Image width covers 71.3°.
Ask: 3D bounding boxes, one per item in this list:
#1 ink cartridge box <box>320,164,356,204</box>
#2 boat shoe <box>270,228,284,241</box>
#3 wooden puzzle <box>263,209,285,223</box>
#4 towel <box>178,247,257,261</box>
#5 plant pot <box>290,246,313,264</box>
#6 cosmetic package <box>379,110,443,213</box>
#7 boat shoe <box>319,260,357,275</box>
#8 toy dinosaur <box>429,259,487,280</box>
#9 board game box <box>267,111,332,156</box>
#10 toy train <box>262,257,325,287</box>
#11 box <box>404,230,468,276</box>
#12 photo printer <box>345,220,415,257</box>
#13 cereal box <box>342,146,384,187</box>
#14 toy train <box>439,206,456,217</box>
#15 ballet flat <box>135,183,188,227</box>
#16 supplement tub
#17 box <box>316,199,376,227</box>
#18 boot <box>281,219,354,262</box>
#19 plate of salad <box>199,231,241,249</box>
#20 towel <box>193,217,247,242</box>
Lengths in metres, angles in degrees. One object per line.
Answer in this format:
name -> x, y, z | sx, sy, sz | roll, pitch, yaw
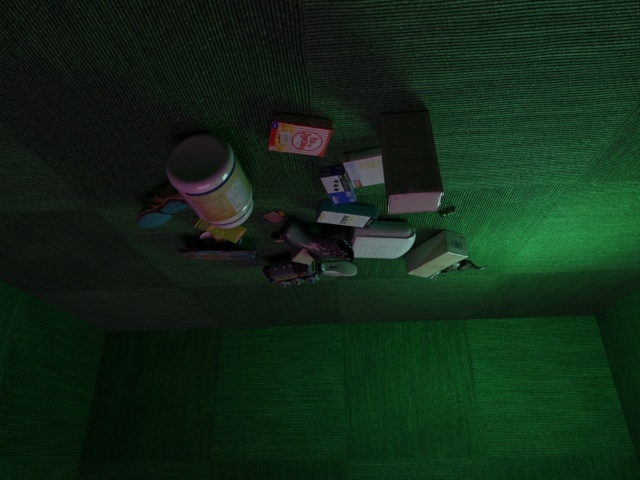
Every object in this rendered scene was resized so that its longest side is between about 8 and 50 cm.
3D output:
ink cartridge box -> 0.072, -0.215, 1.746 | 0.097, 0.046, 0.207 | -6, 154, 14
boat shoe -> -0.175, -0.028, 2.114 | 0.152, 0.056, 0.049 | -22, 152, 37
wooden puzzle -> -0.209, -0.107, 2.000 | 0.117, 0.014, 0.078 | -14, 147, 24
towel -> -0.507, 0.076, 2.259 | 0.371, 0.040, 0.271 | 1, 171, -6
plant pot -> -0.080, 0.043, 2.218 | 0.109, 0.108, 0.096 | 13, 139, -27
cosmetic package -> 0.275, -0.245, 1.387 | 0.161, 0.309, 0.113 | -2, 154, 4
boat shoe -> 0.089, 0.160, 2.499 | 0.228, 0.079, 0.081 | 6, 163, -3
toy dinosaur -> 0.741, 0.127, 2.432 | 0.314, 0.120, 0.160 | -11, 165, 9
board game box -> -0.070, -0.347, 1.468 | 0.194, 0.045, 0.146 | 4, 154, -11
toy train -> -0.147, 0.156, 2.388 | 0.334, 0.142, 0.190 | -11, 155, 23
box -> 0.582, 0.074, 2.272 | 0.148, 0.121, 0.311 | 11, 152, -25
photo printer -> 0.287, -0.001, 2.124 | 0.308, 0.107, 0.256 | 2, 155, -7
cereal box -> 0.215, -0.272, 1.630 | 0.241, 0.047, 0.173 | -7, 153, 14
toy train -> 0.564, -0.124, 1.974 | 0.017, 0.023, 0.083 | 23, 146, -39
ballet flat -> -0.629, -0.147, 1.790 | 0.123, 0.123, 0.349 | 23, 149, -40
supplement tub -> -0.372, -0.196, 1.564 | 0.229, 0.228, 0.316 | -4, 154, 7
box -> 0.112, -0.115, 1.937 | 0.245, 0.060, 0.100 | 6, 153, -14
boot -> 0.000, 0.000, 2.032 | 0.223, 0.118, 0.338 | 2, 160, 40
plate of salad -> -0.488, 0.004, 2.180 | 0.200, 0.048, 0.199 | -1, 154, -1
towel -> -0.454, -0.059, 2.038 | 0.102, 0.021, 0.237 | -44, 136, 21
